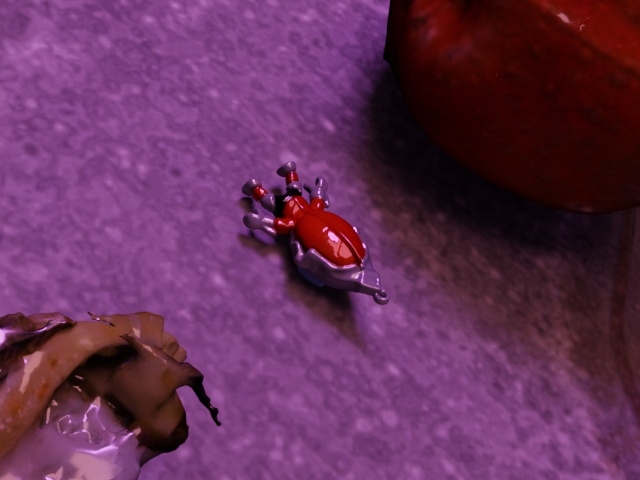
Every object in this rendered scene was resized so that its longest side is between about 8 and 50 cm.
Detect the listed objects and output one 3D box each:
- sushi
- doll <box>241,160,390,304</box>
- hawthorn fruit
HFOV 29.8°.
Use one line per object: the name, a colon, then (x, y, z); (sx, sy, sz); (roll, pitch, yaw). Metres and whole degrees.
sushi: (-0.186, 0.108, 0.506); (0.291, 0.139, 0.131); (-29, 94, -38)
doll: (-0.001, 0.001, 0.723); (0.114, 0.039, 0.057); (48, 27, 19)
hawthorn fruit: (0.147, -0.148, 0.760); (0.300, 0.254, 0.254); (17, 51, -31)
